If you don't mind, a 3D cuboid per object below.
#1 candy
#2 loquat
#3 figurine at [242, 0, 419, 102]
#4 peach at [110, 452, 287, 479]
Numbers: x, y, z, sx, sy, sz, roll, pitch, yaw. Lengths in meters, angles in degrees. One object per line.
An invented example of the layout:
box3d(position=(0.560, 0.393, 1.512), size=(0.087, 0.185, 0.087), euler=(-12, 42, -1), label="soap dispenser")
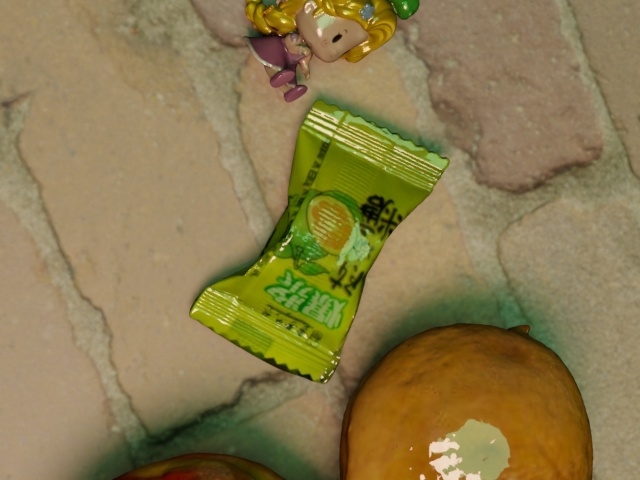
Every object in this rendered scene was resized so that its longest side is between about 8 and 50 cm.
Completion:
box3d(position=(0.000, 0.000, 0.854), size=(0.149, 0.069, 0.246), euler=(29, 86, -11), label="candy")
box3d(position=(0.126, 0.187, 0.812), size=(0.238, 0.193, 0.238), euler=(3, 74, -10), label="loquat")
box3d(position=(0.004, -0.213, 0.847), size=(0.156, 0.095, 0.115), euler=(-32, 74, 9), label="figurine")
box3d(position=(-0.104, 0.342, 0.733), size=(0.308, 0.308, 0.332), euler=(31, 101, -9), label="peach")
